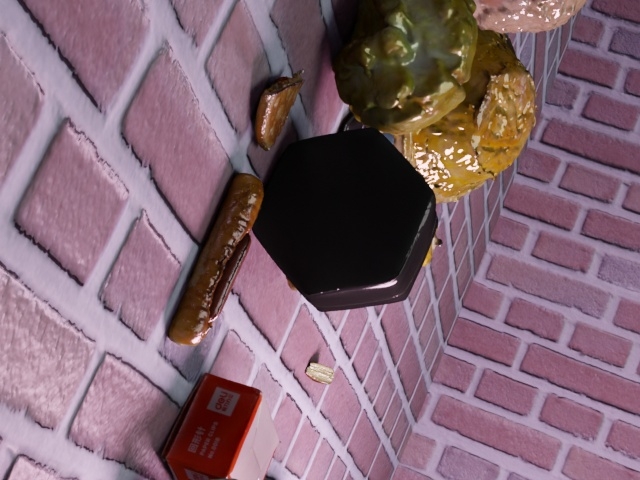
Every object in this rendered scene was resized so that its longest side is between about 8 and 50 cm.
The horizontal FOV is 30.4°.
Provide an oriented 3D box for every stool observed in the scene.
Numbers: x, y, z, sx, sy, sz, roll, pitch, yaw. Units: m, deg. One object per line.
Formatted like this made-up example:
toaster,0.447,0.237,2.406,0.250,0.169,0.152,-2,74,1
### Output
stool,0.035,-0.022,1.507,0.141,0.232,0.232,62,50,-73

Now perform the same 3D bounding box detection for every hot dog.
hot dog,-0.113,0.026,1.366,0.066,0.047,0.216,63,49,-73

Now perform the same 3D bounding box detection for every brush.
brush,0.030,-0.141,1.711,0.193,0.016,0.063,-51,155,-52

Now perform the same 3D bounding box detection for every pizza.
pizza,-0.059,-0.148,1.382,0.100,0.029,0.099,-41,156,-56

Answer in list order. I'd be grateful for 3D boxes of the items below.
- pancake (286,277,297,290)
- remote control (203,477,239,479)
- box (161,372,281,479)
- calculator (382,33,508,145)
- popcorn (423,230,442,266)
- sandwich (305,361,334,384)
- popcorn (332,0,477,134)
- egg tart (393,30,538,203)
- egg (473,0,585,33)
pancake,0.000,0.000,1.642,0.158,0.028,0.158,-48,-156,29
remote control,-0.165,0.417,1.513,0.344,0.145,0.050,95,-17,-47
box,-0.128,0.273,1.536,0.182,0.099,0.133,80,31,-59
calculator,0.208,-0.257,1.957,0.256,0.054,0.386,30,78,-51
popcorn,0.132,-0.014,1.993,0.148,0.152,0.167,87,14,-55
sandwich,0.002,0.232,2.040,0.083,0.044,0.031,51,56,-75
popcorn,0.115,-0.250,1.572,0.221,0.183,0.204,-70,-164,-12
egg tart,0.246,-0.204,1.875,0.341,0.132,0.341,-23,120,-46
egg,0.299,-0.449,1.760,0.279,0.279,0.310,87,2,-55
